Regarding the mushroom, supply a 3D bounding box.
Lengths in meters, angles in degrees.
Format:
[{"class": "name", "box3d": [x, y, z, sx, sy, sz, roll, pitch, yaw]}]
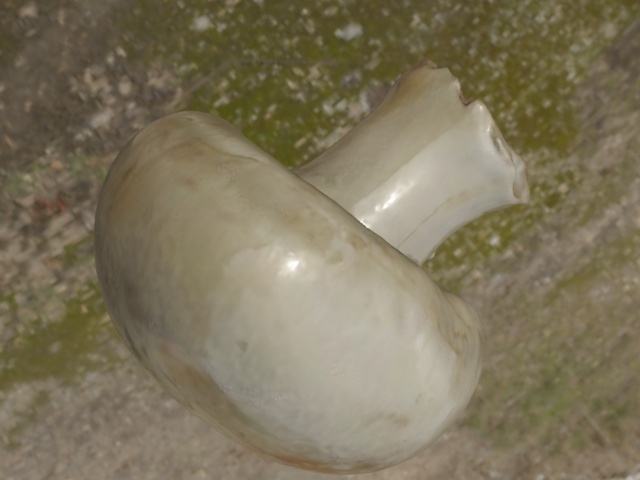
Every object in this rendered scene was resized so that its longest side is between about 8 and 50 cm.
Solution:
[{"class": "mushroom", "box3d": [0.000, 0.000, 0.837, 0.290, 0.297, 0.297, -53, 152, 0]}]
